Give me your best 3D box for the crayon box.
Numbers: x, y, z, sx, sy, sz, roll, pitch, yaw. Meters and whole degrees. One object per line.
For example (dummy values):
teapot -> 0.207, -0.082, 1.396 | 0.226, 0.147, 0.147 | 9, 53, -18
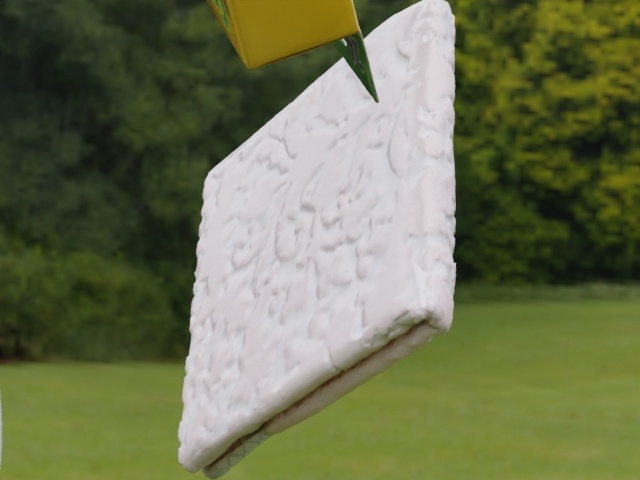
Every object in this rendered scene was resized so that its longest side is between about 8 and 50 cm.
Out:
crayon box -> -0.059, -0.254, 1.149 | 0.083, 0.323, 0.203 | -20, 30, -6

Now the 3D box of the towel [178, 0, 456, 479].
towel -> 0.000, 0.000, 1.440 | 0.053, 0.332, 0.317 | 27, -45, -28

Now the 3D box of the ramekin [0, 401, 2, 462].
ramekin -> -0.321, 0.106, 1.068 | 0.127, 0.273, 0.273 | -2, 2, -45
